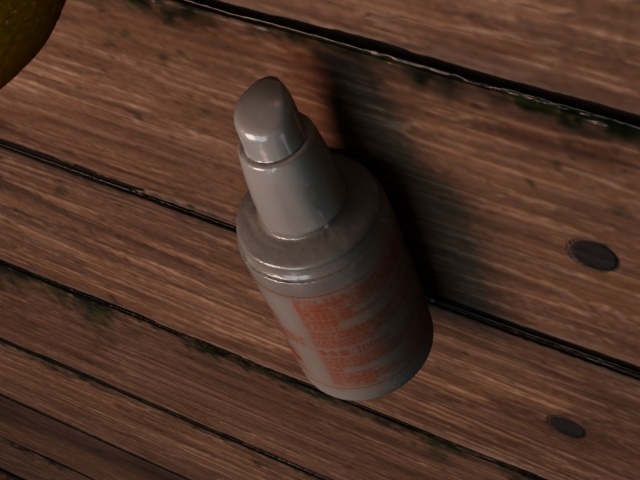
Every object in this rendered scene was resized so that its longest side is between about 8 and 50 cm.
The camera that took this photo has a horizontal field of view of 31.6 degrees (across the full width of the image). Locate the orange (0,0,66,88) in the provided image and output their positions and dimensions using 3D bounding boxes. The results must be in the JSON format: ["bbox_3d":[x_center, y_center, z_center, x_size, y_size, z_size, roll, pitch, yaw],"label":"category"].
[{"bbox_3d":[-0.226,-0.157,0.542,0.236,0.236,0.236,23,152,13],"label":"orange"}]

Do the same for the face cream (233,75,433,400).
[{"bbox_3d":[0.000,0.000,0.719,0.101,0.101,0.251,14,149,29],"label":"face cream"}]
